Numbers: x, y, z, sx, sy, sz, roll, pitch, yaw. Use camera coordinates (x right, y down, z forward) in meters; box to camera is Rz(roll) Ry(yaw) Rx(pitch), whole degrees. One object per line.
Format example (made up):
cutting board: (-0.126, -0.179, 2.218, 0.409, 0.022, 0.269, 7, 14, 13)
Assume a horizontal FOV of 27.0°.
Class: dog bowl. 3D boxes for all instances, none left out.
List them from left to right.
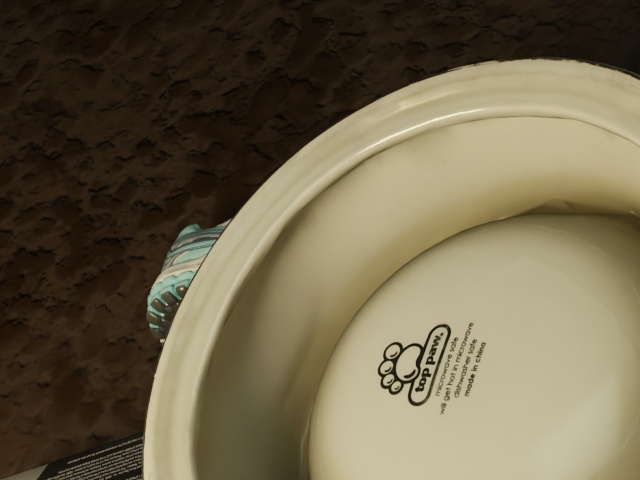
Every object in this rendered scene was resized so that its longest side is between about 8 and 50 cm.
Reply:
dog bowl: (0.096, 0.094, 0.810, 0.408, 0.150, 0.408, -21, 49, 26)

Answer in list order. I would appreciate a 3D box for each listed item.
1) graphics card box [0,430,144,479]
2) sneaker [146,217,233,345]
graphics card box: (-0.125, 0.310, 0.877, 0.232, 0.094, 0.371, -21, 51, 9)
sneaker: (0.000, 0.000, 1.045, 0.283, 0.110, 0.122, -11, 41, 11)
